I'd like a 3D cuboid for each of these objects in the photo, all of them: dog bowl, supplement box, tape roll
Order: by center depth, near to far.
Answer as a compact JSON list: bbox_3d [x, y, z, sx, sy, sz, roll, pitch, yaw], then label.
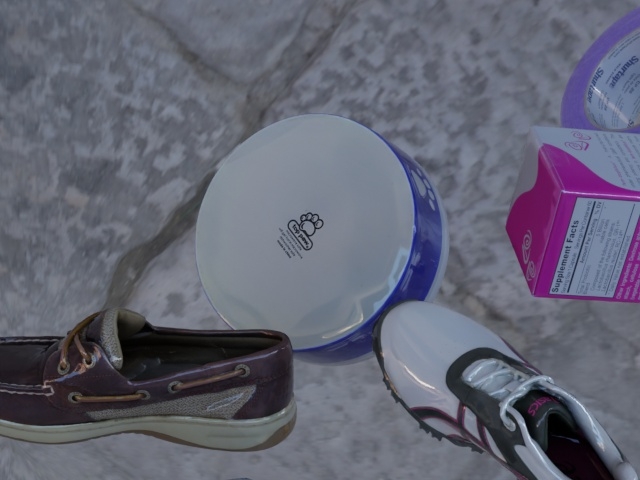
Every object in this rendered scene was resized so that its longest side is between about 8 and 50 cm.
[{"bbox_3d":[0.283,-0.020,1.137,0.220,0.111,0.114,5,123,-9],"label":"supplement box"},{"bbox_3d":[0.334,-0.141,1.302,0.080,0.189,0.189,35,75,-30],"label":"tape roll"},{"bbox_3d":[0.000,0.000,1.445,0.265,0.104,0.265,-6,75,23],"label":"dog bowl"}]

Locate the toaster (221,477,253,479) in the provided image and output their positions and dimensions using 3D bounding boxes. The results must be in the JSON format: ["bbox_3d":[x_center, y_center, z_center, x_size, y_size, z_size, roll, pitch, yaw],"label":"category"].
[{"bbox_3d":[-0.113,0.299,1.135,0.168,0.110,0.186,-4,56,-36],"label":"toaster"}]

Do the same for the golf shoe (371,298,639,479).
[{"bbox_3d":[0.150,0.126,1.038,0.105,0.120,0.273,-38,64,-21],"label":"golf shoe"}]

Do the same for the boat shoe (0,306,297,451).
[{"bbox_3d":[-0.191,0.111,1.227,0.342,0.123,0.123,6,121,6],"label":"boat shoe"}]
